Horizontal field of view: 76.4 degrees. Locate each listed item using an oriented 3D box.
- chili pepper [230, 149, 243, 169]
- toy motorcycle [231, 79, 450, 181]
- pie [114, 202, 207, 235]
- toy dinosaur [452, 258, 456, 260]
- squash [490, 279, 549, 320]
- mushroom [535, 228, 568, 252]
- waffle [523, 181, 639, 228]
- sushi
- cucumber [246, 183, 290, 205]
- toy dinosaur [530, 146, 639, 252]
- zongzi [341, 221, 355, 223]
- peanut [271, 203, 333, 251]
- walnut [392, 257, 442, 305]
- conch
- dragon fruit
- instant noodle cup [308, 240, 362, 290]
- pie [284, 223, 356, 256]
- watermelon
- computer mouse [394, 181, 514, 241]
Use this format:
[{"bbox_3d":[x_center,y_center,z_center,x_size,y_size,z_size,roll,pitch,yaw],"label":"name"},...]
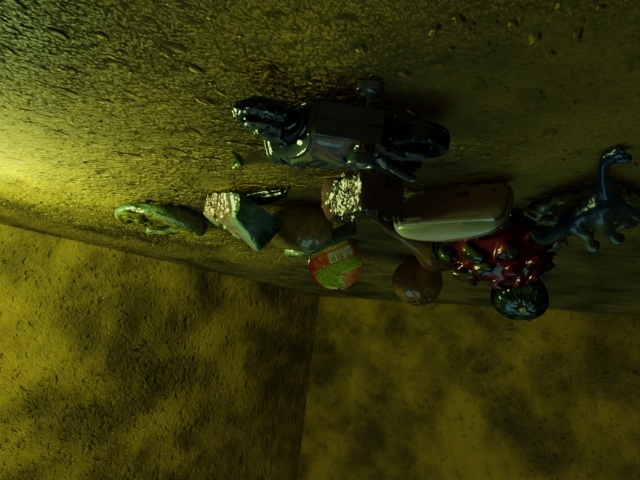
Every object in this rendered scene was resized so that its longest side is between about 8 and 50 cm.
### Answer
[{"bbox_3d":[-0.173,-0.162,0.841,0.030,0.017,0.083,12,167,-14],"label":"chili pepper"},{"bbox_3d":[0.028,-0.152,0.596,0.307,0.108,0.173,8,177,-8],"label":"toy motorcycle"},{"bbox_3d":[-0.529,-0.066,1.374,0.302,0.067,0.302,8,167,2],"label":"pie"},{"bbox_3d":[0.468,0.051,1.407,0.126,0.039,0.162,-4,162,4],"label":"toy dinosaur"},{"bbox_3d":[0.799,0.224,1.634,0.218,0.218,0.172,5,-157,12],"label":"squash"},{"bbox_3d":[0.522,0.031,1.141,0.109,0.097,0.351,10,165,-17],"label":"mushroom"},{"bbox_3d":[0.544,-0.054,0.828,0.223,0.054,0.204,14,166,-27],"label":"waffle"},{"bbox_3d":[0.068,-0.085,0.802,0.161,0.108,0.241,-3,-179,28],"label":"sushi"},{"bbox_3d":[-0.125,-0.111,1.010,0.163,0.043,0.039,-2,-158,43],"label":"cucumber"},{"bbox_3d":[0.456,-0.061,0.734,0.188,0.075,0.247,38,155,-18],"label":"toy dinosaur"},{"bbox_3d":[0.082,-0.074,1.075,0.076,0.040,0.083,10,152,-43],"label":"zongzi"},{"bbox_3d":[-0.066,-0.034,1.119,0.129,0.129,0.224,19,165,-42],"label":"peanut"},{"bbox_3d":[0.381,0.162,1.605,0.195,0.195,0.221,3,165,18],"label":"walnut"},{"bbox_3d":[0.288,0.005,1.190,0.330,0.109,0.093,36,116,-23],"label":"conch"},{"bbox_3d":[0.413,0.036,0.991,0.218,0.198,0.273,-10,163,-31],"label":"dragon fruit"},{"bbox_3d":[0.055,0.090,1.516,0.193,0.193,0.212,7,175,2],"label":"instant noodle cup"},{"bbox_3d":[0.000,0.000,1.272,0.240,0.054,0.240,-18,-177,1],"label":"pie"},{"bbox_3d":[-0.237,-0.070,1.079,0.241,0.094,0.154,18,158,44],"label":"watermelon"},{"bbox_3d":[0.268,-0.058,0.834,0.245,0.126,0.056,-5,141,40],"label":"computer mouse"}]
